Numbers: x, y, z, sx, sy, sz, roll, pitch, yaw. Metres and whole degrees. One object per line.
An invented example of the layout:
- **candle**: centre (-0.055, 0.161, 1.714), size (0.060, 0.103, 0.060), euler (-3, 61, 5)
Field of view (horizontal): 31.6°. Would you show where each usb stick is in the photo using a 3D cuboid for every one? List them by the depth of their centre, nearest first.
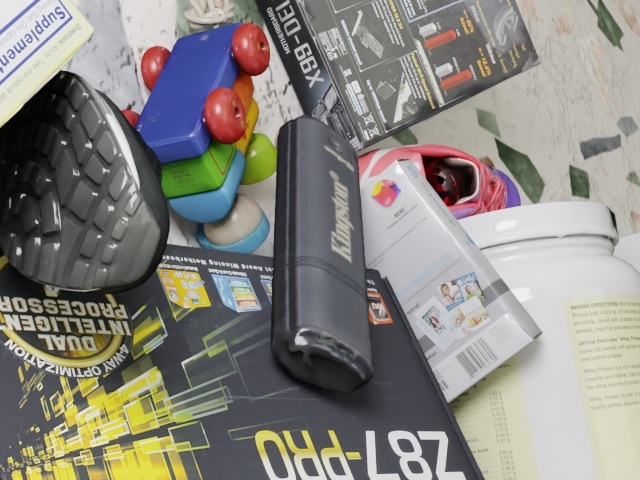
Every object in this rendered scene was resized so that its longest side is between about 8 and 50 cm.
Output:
- **usb stick**: centre (0.000, 0.000, 0.836), size (0.077, 0.045, 0.278), euler (27, 33, -21)

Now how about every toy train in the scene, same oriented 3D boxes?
- **toy train**: centre (-0.074, -0.111, 0.942), size (0.248, 0.105, 0.143), euler (-75, 148, -45)

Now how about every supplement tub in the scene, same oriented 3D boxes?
- **supplement tub**: centre (0.204, 0.146, 1.053), size (0.235, 0.235, 0.325), euler (7, 70, -50)

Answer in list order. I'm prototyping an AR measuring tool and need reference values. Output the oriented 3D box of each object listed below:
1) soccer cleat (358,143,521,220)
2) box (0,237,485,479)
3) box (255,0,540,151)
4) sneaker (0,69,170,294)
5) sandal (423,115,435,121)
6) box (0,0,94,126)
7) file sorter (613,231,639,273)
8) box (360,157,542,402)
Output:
- **soccer cleat**: centre (0.136, -0.044, 1.145), size (0.318, 0.116, 0.108), euler (1, 74, -51)
- **box**: centre (-0.058, 0.150, 0.725), size (0.395, 0.097, 0.318), euler (10, 47, -43)
- **box**: centre (0.054, -0.264, 1.095), size (0.242, 0.076, 0.307), euler (-28, 97, -29)
- **sneaker**: centre (-0.134, -0.044, 0.684), size (0.124, 0.283, 0.107), euler (18, 101, -38)
- **sandal**: centre (0.102, -0.241, 1.208), size (0.102, 0.076, 0.265), euler (21, 73, -26)
- **box**: centre (-0.283, -0.140, 0.581), size (0.243, 0.213, 0.117), euler (54, 41, -21)
- **file sorter**: centre (0.393, 0.077, 1.262), size (0.173, 0.278, 0.193), euler (-11, 84, -68)
- **box**: centre (0.073, 0.048, 0.959), size (0.186, 0.145, 0.038), euler (53, 22, 9)
